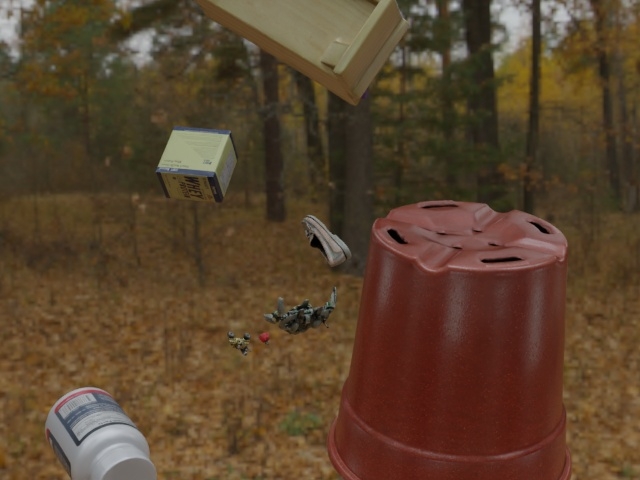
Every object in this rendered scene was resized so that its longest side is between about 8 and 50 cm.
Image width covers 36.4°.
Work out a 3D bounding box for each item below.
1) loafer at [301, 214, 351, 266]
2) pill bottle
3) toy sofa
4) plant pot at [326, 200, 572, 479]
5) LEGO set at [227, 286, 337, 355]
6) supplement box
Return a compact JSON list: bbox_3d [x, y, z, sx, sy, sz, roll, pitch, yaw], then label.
[{"bbox_3d":[0.000,0.000,1.559,0.039,0.045,0.125,-36,43,-13],"label":"loafer"},{"bbox_3d":[-0.291,0.282,1.303,0.108,0.107,0.180,-3,21,-32],"label":"pill bottle"},{"bbox_3d":[-0.048,-0.378,1.560,0.363,0.150,0.177,34,-1,17],"label":"toy sofa"},{"bbox_3d":[0.146,0.111,1.044,0.273,0.265,0.272,2,21,-1],"label":"plant pot"},{"bbox_3d":[-0.023,0.061,0.675,0.083,0.023,0.054,-38,-31,20],"label":"LEGO set"},{"bbox_3d":[-0.165,-0.103,1.315,0.083,0.083,0.056,6,-36,14],"label":"supplement box"}]
